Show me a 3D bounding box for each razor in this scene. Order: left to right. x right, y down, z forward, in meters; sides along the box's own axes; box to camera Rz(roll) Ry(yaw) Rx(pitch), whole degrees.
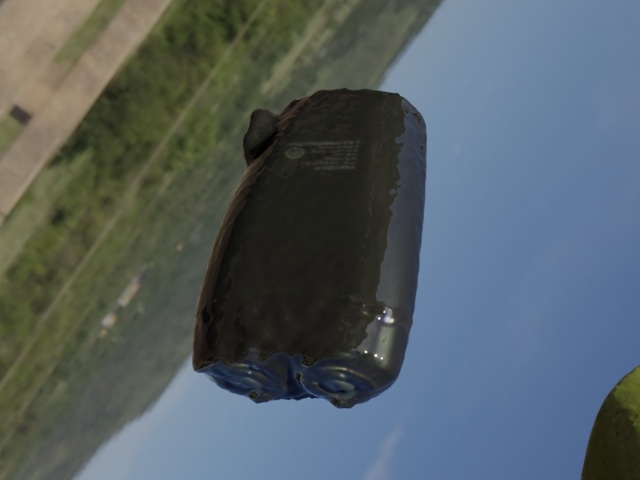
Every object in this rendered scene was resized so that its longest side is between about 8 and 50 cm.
[{"bbox_3d":[-0.001,-0.004,1.244,0.107,0.189,0.326,75,19,-45],"label":"razor"}]

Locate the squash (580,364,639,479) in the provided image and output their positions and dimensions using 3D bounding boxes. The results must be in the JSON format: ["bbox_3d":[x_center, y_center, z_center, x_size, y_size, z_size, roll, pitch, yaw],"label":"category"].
[{"bbox_3d":[0.253,0.207,0.901,0.189,0.189,0.260,-53,-169,14],"label":"squash"}]
